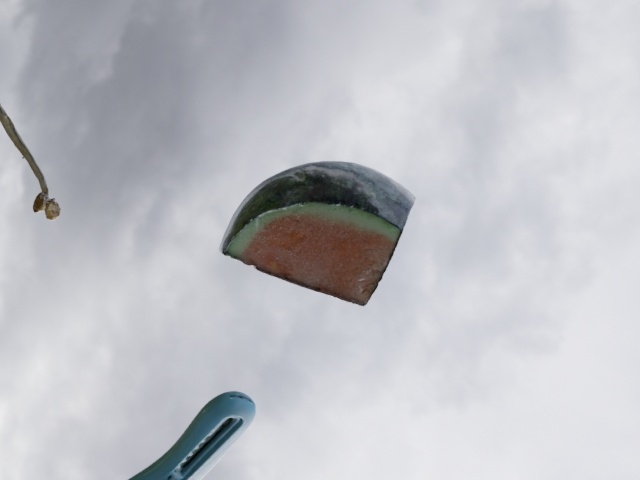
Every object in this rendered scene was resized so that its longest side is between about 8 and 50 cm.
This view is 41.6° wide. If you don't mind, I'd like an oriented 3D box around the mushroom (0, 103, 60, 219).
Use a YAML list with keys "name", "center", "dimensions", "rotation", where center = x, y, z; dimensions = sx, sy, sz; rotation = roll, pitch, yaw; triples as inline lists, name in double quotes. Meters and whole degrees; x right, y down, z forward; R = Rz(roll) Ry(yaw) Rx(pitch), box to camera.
- name: "mushroom"
  center: [-0.341, -0.138, 0.878]
  dimensions: [0.286, 0.026, 0.028]
  rotation: [58, -15, 15]

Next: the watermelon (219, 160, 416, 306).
- name: "watermelon"
  center: [0.000, 0.000, 1.267]
  dimensions: [0.148, 0.318, 0.226]
  rotation: [-94, 169, -80]

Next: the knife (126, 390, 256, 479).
- name: "knife"
  center: [-0.132, 0.208, 0.774]
  dimensions: [0.222, 0.064, 0.031]
  rotation: [-47, -143, 28]
